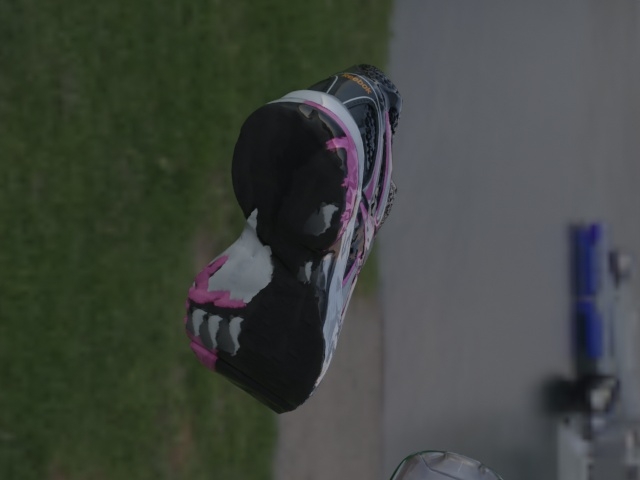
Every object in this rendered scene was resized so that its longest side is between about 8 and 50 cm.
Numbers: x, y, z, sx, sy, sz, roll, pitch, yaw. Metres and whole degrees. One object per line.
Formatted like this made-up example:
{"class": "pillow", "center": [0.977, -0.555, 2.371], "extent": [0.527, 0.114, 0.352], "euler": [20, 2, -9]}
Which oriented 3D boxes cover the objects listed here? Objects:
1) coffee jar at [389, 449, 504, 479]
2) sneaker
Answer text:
{"class": "coffee jar", "center": [0.065, 0.227, 1.152], "extent": [0.096, 0.079, 0.184], "euler": [-61, 164, -47]}
{"class": "sneaker", "center": [0.000, 0.000, 0.771], "extent": [0.077, 0.072, 0.178], "euler": [-41, 162, -42]}
